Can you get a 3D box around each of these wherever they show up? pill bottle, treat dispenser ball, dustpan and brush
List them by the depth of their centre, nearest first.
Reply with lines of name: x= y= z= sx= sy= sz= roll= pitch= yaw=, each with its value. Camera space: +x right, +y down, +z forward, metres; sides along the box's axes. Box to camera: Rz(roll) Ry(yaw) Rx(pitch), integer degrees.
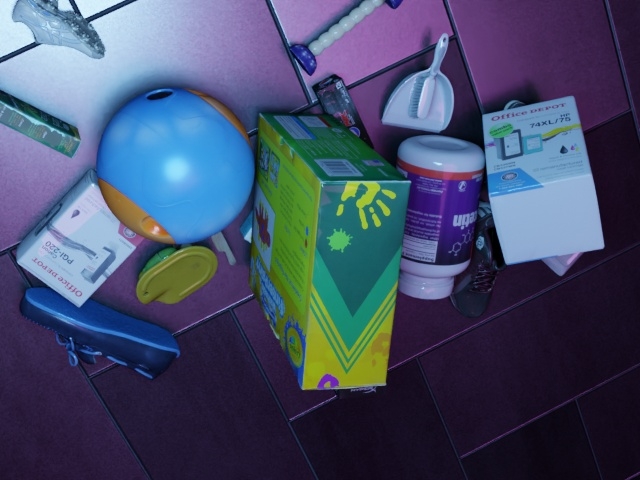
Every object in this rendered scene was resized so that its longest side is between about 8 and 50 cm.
treat dispenser ball: x=-0.265 y=-0.136 z=1.738 sx=0.288 sy=0.288 sz=0.288 roll=-6 pitch=113 yaw=-14
dustpan and brush: x=0.220 y=-0.323 z=1.934 sx=0.147 sy=0.060 sz=0.211 roll=6 pitch=109 yaw=-19
pill bottle: x=0.237 y=-0.048 z=1.983 sx=0.182 sy=0.181 sz=0.322 roll=-2 pitch=112 yaw=-16

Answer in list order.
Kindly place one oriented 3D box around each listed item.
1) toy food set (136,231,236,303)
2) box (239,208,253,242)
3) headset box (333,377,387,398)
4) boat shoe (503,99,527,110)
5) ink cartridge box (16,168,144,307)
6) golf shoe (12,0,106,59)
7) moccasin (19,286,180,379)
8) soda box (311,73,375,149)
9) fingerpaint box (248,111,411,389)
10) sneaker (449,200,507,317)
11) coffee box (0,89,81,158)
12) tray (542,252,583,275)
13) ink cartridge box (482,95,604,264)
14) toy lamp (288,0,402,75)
toy food set: x=-0.285 y=0.045 z=1.936 sx=0.218 sy=0.071 sz=0.128 roll=-32 pitch=141 yaw=0
box: x=-0.056 y=-0.088 z=1.947 sx=0.101 sy=0.060 sz=0.244 roll=32 pitch=100 yaw=-25
headset box: x=0.064 y=0.149 z=1.991 sx=0.110 sy=0.218 sz=0.293 roll=-4 pitch=112 yaw=-16
boat shoe: x=0.472 y=-0.217 z=2.047 sx=0.075 sy=0.065 sz=0.206 roll=-45 pitch=116 yaw=-1
ink cartridge box: x=-0.460 y=-0.003 z=1.845 sx=0.218 sy=0.092 sz=0.158 roll=-45 pitch=116 yaw=6
golf shoe: x=-0.474 y=-0.379 z=1.715 sx=0.176 sy=0.069 sz=0.086 roll=39 pitch=116 yaw=-23
moccasin: x=-0.451 y=0.205 z=1.908 sx=0.342 sy=0.137 sz=0.116 roll=27 pitch=106 yaw=-23
soda box: x=0.047 y=-0.248 z=1.917 sx=0.060 sy=0.053 sz=0.168 roll=-29 pitch=116 yaw=-3
fingerpaint box: x=0.000 y=0.000 z=1.716 sx=0.163 sy=0.445 sz=0.370 roll=-1 pitch=111 yaw=-17
sneaker: x=0.356 y=0.067 z=2.075 sx=0.107 sy=0.162 sz=0.281 roll=-7 pitch=113 yaw=-14
coffee box: x=-0.529 y=-0.219 z=1.726 sx=0.184 sy=0.113 sz=0.040 roll=27 pitch=98 yaw=-23
tray: x=0.524 y=-0.039 z=2.157 sx=0.270 sy=0.030 sz=0.145 roll=40 pitch=95 yaw=-26
ink cartridge box: x=0.447 y=-0.124 z=1.921 sx=0.198 sy=0.270 sz=0.197 roll=-11 pitch=130 yaw=15
toy lamp: x=0.065 y=-0.432 z=1.834 sx=0.275 sy=0.080 sz=0.080 roll=-40 pitch=117 yaw=0
